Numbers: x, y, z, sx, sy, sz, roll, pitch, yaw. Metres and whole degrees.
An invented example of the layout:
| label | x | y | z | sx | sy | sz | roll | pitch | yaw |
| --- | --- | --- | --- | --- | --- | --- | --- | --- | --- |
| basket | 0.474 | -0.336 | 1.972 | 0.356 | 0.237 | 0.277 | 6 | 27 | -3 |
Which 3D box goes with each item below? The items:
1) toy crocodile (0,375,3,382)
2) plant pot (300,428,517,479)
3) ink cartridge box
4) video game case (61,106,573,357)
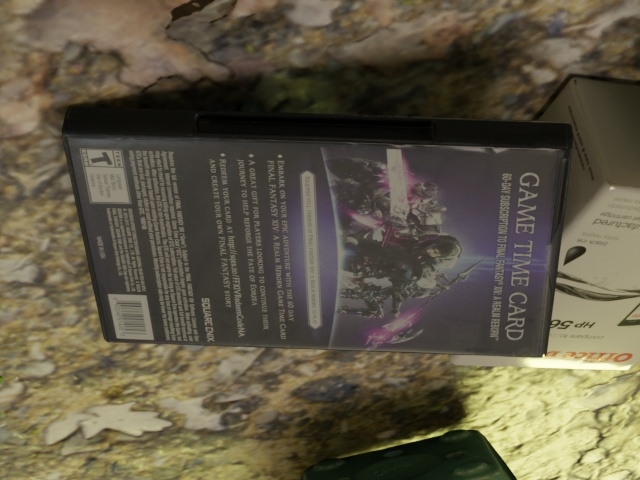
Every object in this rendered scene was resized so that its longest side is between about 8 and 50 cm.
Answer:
| label | x | y | z | sx | sy | sz | roll | pitch | yaw |
| --- | --- | --- | --- | --- | --- | --- | --- | --- | --- |
| toy crocodile | -0.341 | 0.064 | 1.028 | 0.340 | 0.105 | 0.115 | 11 | 102 | -31 |
| plant pot | 0.084 | 0.290 | 1.374 | 0.247 | 0.252 | 0.247 | -13 | -172 | -1 |
| ink cartridge box | 0.178 | -0.003 | 1.125 | 0.148 | 0.086 | 0.203 | 4 | 144 | -25 |
| video game case | 0.000 | 0.000 | 1.034 | 0.274 | 0.026 | 0.196 | 1 | 141 | 3 |
